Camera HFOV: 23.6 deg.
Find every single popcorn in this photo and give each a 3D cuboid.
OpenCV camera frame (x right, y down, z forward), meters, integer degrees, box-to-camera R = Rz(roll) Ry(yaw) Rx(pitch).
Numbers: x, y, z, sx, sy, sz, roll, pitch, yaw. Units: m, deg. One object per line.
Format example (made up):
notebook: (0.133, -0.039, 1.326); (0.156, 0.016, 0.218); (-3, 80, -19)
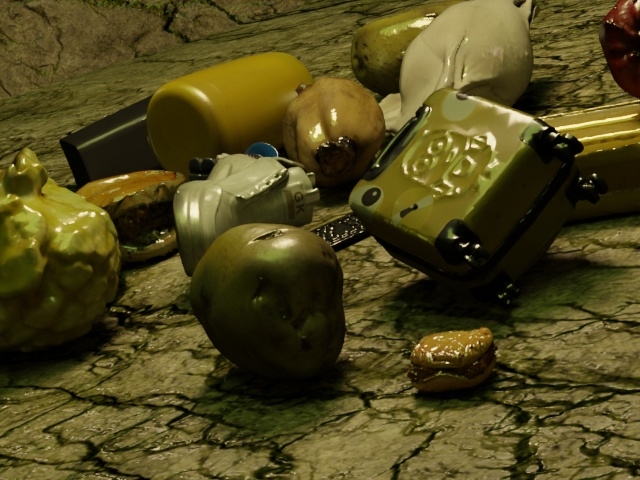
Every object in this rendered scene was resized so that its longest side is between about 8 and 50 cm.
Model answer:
popcorn: (-0.369, 0.019, 1.870); (0.224, 0.270, 0.258); (-25, -26, -37)

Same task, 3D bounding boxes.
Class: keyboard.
keyboard: (0.000, 0.000, 1.940); (0.250, 0.017, 0.087); (-25, 20, -23)

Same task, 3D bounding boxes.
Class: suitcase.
suitcase: (0.165, -0.043, 1.640); (0.194, 0.143, 0.235); (-50, 39, -10)

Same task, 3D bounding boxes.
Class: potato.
potato: (-0.052, 0.060, 1.549); (0.137, 0.154, 0.200); (11, -2, -25)
potato: (0.174, -0.317, 2.551); (0.228, 0.148, 0.197); (-12, -19, -21)

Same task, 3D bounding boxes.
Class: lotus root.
lotus root: (0.017, -0.150, 2.197); (0.154, 0.140, 0.257); (-43, 20, 15)

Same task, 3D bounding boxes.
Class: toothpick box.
toothpick box: (-0.130, -0.203, 2.448); (0.175, 0.175, 0.271); (0, 20, 43)

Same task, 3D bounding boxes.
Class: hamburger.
hamburger: (0.122, 0.112, 1.420); (0.083, 0.044, 0.076); (-4, 19, 30)
hamburger: (-0.255, -0.030, 2.138); (0.185, 0.113, 0.177); (-9, 11, -1)

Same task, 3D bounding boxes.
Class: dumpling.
dumpling: (0.196, -0.244, 2.306); (0.260, 0.181, 0.341); (-30, 35, 41)

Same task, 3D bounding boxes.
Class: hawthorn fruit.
hawthorn fruit: (0.414, -0.233, 1.789); (0.148, 0.148, 0.172); (-1, 8, 41)

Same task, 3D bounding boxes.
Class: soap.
soap: (0.328, -0.094, 1.803); (0.315, 0.091, 0.199); (-10, 16, 22)

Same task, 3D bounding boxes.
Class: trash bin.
trash bin: (-0.315, -0.170, 2.617); (0.225, 0.115, 0.165); (-24, 17, -17)

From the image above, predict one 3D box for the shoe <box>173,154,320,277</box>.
shoe: (-0.082, -0.042, 1.987); (0.159, 0.124, 0.316); (-6, 19, 12)

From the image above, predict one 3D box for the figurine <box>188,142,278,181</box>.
figurine: (-0.120, -0.095, 2.188); (0.086, 0.087, 0.149); (0, 4, 35)
